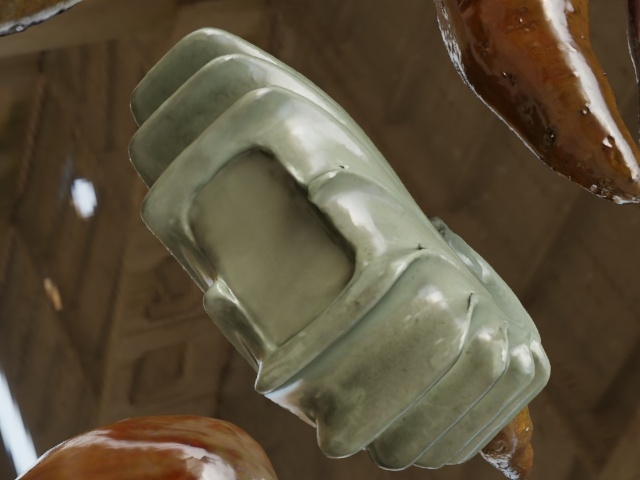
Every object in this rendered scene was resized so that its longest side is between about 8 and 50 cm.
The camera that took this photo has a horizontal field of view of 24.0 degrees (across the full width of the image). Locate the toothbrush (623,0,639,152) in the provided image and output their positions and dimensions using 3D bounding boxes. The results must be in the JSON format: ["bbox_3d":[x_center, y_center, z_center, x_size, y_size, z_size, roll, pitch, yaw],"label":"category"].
[{"bbox_3d":[0.276,-0.219,1.281,0.041,0.041,0.364,160,-66,-63],"label":"toothbrush"}]

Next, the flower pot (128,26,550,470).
[{"bbox_3d":[0.000,0.000,1.119,0.164,0.254,0.367,-45,-114,15],"label":"flower pot"}]

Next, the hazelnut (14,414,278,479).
[{"bbox_3d":[-0.213,0.372,1.797,0.366,0.366,0.365,37,-46,52],"label":"hazelnut"}]

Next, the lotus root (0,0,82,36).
[{"bbox_3d":[-0.253,-0.268,1.024,0.272,0.272,0.192,57,-38,34],"label":"lotus root"}]

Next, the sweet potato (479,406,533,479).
[{"bbox_3d":[0.197,0.220,1.625,0.068,0.068,0.226,55,-13,36],"label":"sweet potato"}]

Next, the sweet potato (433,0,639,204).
[{"bbox_3d":[0.141,-0.161,1.084,0.112,0.112,0.359,118,-33,-53],"label":"sweet potato"}]
